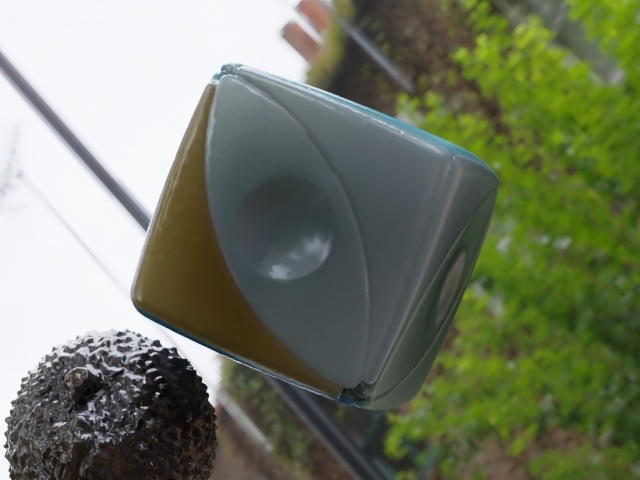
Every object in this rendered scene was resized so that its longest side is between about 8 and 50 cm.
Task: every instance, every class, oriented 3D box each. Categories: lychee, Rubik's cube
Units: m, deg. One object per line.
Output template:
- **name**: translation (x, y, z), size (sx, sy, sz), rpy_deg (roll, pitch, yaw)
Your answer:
- **lychee**: translation (-0.263, 0.261, 2.277), size (0.300, 0.300, 0.300), rpy_deg (-33, -27, -20)
- **Rubik's cube**: translation (0.000, 0.000, 2.210), size (0.347, 0.352, 0.351), rpy_deg (-68, -17, 1)
